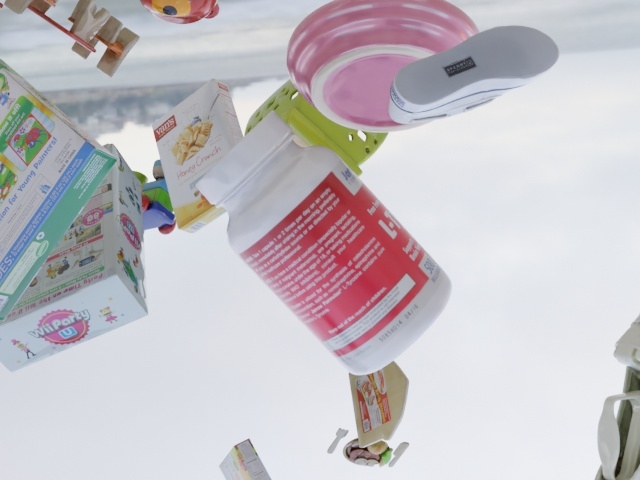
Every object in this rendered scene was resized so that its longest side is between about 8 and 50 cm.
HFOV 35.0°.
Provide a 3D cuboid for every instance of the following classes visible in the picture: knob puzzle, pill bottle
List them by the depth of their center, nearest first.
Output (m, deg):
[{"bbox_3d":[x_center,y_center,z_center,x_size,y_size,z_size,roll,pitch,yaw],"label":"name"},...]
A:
[{"bbox_3d":[0.000,0.000,1.624,0.229,0.408,0.229,-42,-172,7],"label":"pill bottle"},{"bbox_3d":[0.135,0.332,2.162,0.030,0.213,0.213,8,-179,-32],"label":"knob puzzle"}]

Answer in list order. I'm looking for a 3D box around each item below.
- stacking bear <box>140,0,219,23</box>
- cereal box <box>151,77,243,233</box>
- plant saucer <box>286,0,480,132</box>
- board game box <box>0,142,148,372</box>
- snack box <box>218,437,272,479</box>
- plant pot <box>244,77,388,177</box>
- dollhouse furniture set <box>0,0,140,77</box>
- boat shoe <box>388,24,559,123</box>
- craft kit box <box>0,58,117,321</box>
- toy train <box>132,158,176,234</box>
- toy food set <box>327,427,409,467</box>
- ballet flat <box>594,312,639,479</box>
[{"bbox_3d":[-0.171,-0.394,1.250,0.175,0.289,0.164,6,-132,-6],"label":"stacking bear"},{"bbox_3d":[-0.217,-0.157,1.883,0.173,0.240,0.047,-32,153,26],"label":"cereal box"},{"bbox_3d":[0.108,-0.281,1.699,0.332,0.084,0.332,0,154,0],"label":"plant saucer"},{"bbox_3d":[-0.377,0.016,1.486,0.224,0.098,0.303,-23,-138,8],"label":"board game box"},{"bbox_3d":[-0.137,0.433,1.866,0.037,0.100,0.141,-22,162,-26],"label":"snack box"},{"bbox_3d":[-0.027,-0.189,2.062,0.227,0.228,0.207,-36,-161,37],"label":"plant pot"},{"bbox_3d":[-0.483,-0.391,1.726,0.259,0.135,0.262,36,-179,27],"label":"dollhouse furniture set"},{"bbox_3d":[0.210,-0.231,1.431,0.258,0.095,0.084,-15,161,-14],"label":"boat shoe"},{"bbox_3d":[-0.408,-0.072,1.255,0.246,0.250,0.061,39,-175,23],"label":"craft kit box"},{"bbox_3d":[-0.399,-0.080,2.094,0.248,0.143,0.105,-11,144,33],"label":"toy train"},{"bbox_3d":[0.119,0.542,2.585,0.192,0.132,0.039,14,-137,-12],"label":"toy food set"},{"bbox_3d":[0.504,0.228,1.564,0.139,0.401,0.139,13,174,1],"label":"ballet flat"}]
